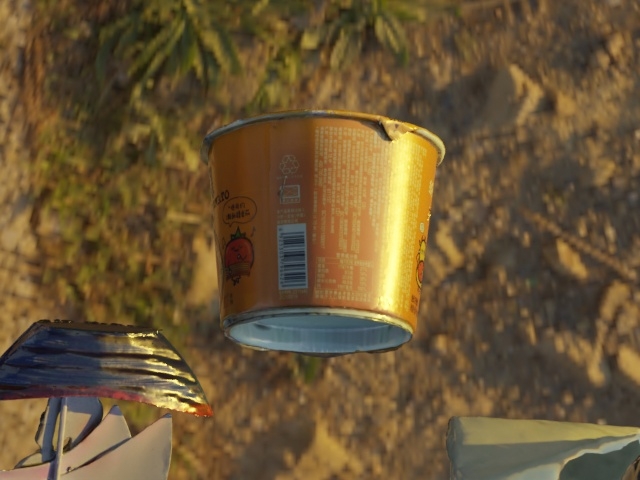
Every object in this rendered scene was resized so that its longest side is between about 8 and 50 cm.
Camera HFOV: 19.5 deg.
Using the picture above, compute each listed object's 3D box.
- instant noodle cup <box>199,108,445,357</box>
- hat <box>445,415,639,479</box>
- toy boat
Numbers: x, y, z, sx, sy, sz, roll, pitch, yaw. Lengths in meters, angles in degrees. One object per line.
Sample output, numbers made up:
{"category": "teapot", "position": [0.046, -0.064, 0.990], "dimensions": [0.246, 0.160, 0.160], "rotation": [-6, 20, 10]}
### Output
{"category": "instant noodle cup", "position": [0.000, 0.000, 1.596], "dimensions": [0.216, 0.172, 0.216], "rotation": [1, 164, 0]}
{"category": "hat", "position": [0.116, 0.186, 0.683], "dimensions": [0.168, 0.258, 0.301], "rotation": [23, 83, -7]}
{"category": "toy boat", "position": [-0.197, 0.216, 1.755], "dimensions": [0.219, 0.072, 0.318], "rotation": [-20, 106, -20]}
